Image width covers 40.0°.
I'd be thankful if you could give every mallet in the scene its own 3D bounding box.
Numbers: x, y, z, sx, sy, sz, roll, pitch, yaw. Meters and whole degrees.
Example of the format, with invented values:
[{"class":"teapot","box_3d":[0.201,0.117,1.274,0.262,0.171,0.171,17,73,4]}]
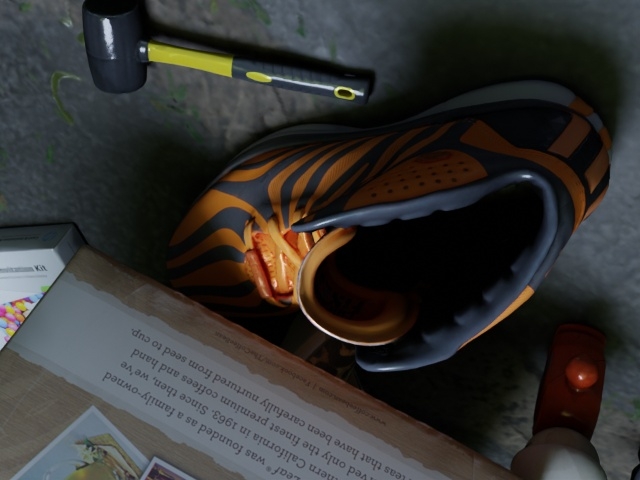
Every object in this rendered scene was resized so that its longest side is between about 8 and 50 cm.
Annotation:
[{"class":"mallet","box_3d":[-0.063,-0.106,0.567,0.190,0.039,0.062,18,135,3]}]

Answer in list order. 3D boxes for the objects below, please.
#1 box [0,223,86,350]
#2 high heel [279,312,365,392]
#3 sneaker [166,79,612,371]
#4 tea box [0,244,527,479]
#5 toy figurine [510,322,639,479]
[{"class":"box","box_3d":[-0.246,0.070,0.802,0.145,0.038,0.186,-3,127,25]},{"class":"high heel","box_3d":[0.042,0.140,0.697,0.186,0.093,0.261,31,146,-3]},{"class":"sneaker","box_3d":[0.000,0.000,0.515,0.321,0.180,0.124,-20,103,32]},{"class":"tea box","box_3d":[-0.072,0.226,0.613,0.329,0.220,0.323,27,152,7]},{"class":"toy figurine","box_3d":[0.253,0.145,0.570,0.213,0.148,0.209,-24,117,37]}]
